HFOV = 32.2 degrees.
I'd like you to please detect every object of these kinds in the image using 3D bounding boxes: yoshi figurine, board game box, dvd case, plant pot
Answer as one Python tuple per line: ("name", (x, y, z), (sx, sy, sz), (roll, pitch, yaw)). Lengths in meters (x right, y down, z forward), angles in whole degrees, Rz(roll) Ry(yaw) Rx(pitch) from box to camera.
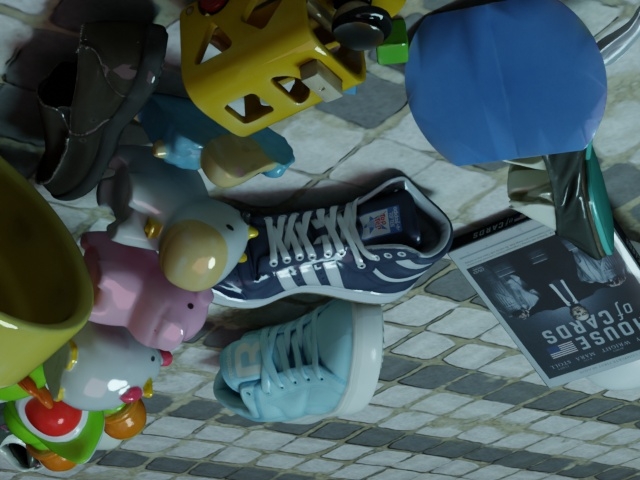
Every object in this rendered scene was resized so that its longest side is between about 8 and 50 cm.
("yoshi figurine", (-0.333, 0.114, 1.224), (0.203, 0.203, 0.362), (9, 154, 17))
("board game box", (0.154, -0.135, 0.919), (0.169, 0.033, 0.133), (-6, 112, 27))
("dvd case", (0.280, 0.058, 1.249), (0.179, 0.029, 0.238), (-24, 119, 30))
("plant pot", (-0.364, 0.053, 0.934), (0.239, 0.254, 0.254), (-42, 140, 13))

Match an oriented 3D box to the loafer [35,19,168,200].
("loafer", (-0.199, -0.115, 0.923), (0.078, 0.080, 0.220), (20, 138, -22))

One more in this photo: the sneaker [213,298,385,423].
("sneaker", (-0.040, 0.156, 1.347), (0.150, 0.135, 0.366), (3, 155, -20))

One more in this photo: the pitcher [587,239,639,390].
("pitcher", (0.372, 0.084, 1.336), (0.178, 0.125, 0.207), (19, 135, -13))

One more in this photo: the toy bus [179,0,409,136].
("toy bus", (-0.008, -0.155, 0.839), (0.191, 0.104, 0.202), (1, 151, -11))

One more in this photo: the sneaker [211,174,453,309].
("sneaker", (0.000, 0.000, 1.124), (0.282, 0.099, 0.153), (3, 155, -27))

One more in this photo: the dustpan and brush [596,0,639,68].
("dustpan and brush", (0.273, -0.200, 0.848), (0.147, 0.060, 0.211), (17, 144, -34))

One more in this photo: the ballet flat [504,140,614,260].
("ballet flat", (0.219, -0.078, 1.043), (0.096, 0.095, 0.280), (-3, 142, 17))

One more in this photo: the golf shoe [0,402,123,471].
("golf shoe", (-0.381, 0.270, 1.538), (0.105, 0.120, 0.273), (-26, 147, 30))

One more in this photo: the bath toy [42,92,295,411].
("bath toy", (-0.149, 0.033, 1.026), (0.129, 0.151, 0.348), (4, 132, -34))
